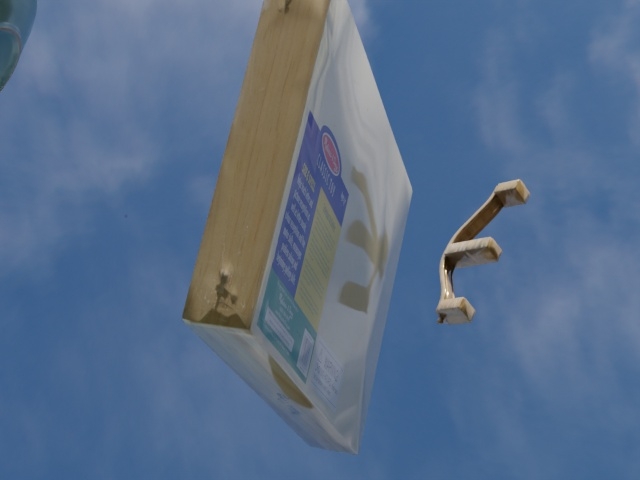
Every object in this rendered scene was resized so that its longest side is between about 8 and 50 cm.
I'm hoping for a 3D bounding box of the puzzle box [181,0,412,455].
[{"bbox_3d":[0.000,0.000,1.083,0.052,0.409,0.272,8,-109,15],"label":"puzzle box"}]

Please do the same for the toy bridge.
[{"bbox_3d":[0.157,0.014,1.379,0.026,0.063,0.188,49,-128,-27],"label":"toy bridge"}]

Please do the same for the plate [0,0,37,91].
[{"bbox_3d":[-0.259,-0.105,0.904,0.188,0.188,0.024,-43,-97,-5],"label":"plate"}]
